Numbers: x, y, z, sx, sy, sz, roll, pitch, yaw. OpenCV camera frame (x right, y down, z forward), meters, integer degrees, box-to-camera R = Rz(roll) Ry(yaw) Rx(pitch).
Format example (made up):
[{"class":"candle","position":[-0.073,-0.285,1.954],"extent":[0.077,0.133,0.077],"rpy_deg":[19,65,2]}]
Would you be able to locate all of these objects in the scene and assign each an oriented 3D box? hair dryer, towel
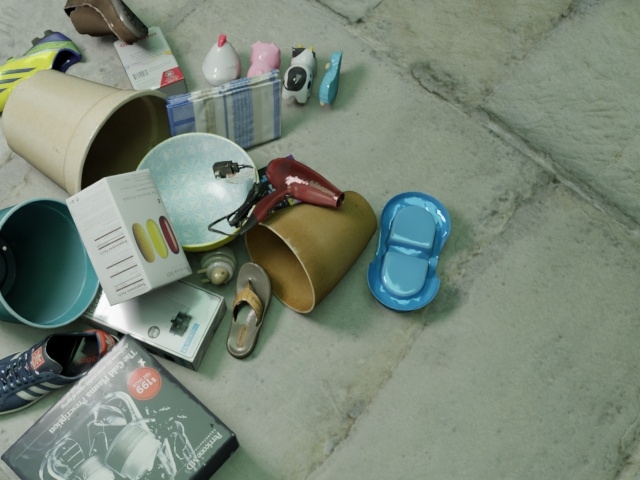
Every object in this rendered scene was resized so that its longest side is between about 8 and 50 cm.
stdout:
[{"class":"hair dryer","position":[-0.094,-0.088,1.714],"extent":[0.294,0.080,0.223],"rpy_deg":[-6,53,0]},{"class":"towel","position":[-0.223,-0.291,1.890],"extent":[0.285,0.209,0.034],"rpy_deg":[-19,52,-17]}]

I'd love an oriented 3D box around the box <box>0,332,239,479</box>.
[{"class":"box","position":[-0.395,0.429,1.623],"extent":[0.312,0.179,0.343],"rpy_deg":[40,73,12]}]

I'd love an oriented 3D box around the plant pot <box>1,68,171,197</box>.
[{"class":"plant pot","position":[-0.547,-0.243,1.836],"extent":[0.306,0.334,0.333],"rpy_deg":[27,70,20]}]

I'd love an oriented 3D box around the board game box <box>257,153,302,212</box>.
[{"class":"board game box","position":[-0.091,-0.105,1.916],"extent":[0.141,0.048,0.170],"rpy_deg":[-27,72,-11]}]

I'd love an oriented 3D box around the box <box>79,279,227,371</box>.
[{"class":"box","position":[-0.377,0.157,1.781],"extent":[0.290,0.087,0.169],"rpy_deg":[23,69,8]}]

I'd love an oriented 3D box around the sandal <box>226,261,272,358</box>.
[{"class":"sandal","position":[-0.169,0.155,1.779],"extent":[0.090,0.060,0.219],"rpy_deg":[14,83,16]}]

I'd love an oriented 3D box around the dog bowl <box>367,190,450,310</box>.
[{"class":"dog bowl","position":[0.204,0.032,1.856],"extent":[0.166,0.074,0.297],"rpy_deg":[13,69,4]}]

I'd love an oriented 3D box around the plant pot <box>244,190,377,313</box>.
[{"class":"plant pot","position":[0.000,0.000,1.800],"extent":[0.254,0.237,0.237],"rpy_deg":[-33,72,-27]}]

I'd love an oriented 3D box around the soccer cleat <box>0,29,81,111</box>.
[{"class":"soccer cleat","position":[-0.728,-0.410,1.997],"extent":[0.121,0.093,0.289],"rpy_deg":[40,73,6]}]

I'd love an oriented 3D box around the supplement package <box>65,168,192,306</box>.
[{"class":"supplement package","position":[-0.398,-0.007,1.663],"extent":[0.134,0.139,0.244],"rpy_deg":[-23,91,33]}]

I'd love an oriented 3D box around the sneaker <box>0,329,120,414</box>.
[{"class":"sneaker","position":[-0.605,0.268,1.696],"extent":[0.350,0.148,0.131],"rpy_deg":[-21,71,-8]}]

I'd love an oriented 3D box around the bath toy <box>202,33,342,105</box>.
[{"class":"bath toy","position":[-0.124,-0.444,2.009],"extent":[0.348,0.129,0.151],"rpy_deg":[9,34,1]}]

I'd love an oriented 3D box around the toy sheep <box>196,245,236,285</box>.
[{"class":"toy sheep","position":[-0.236,0.053,1.830],"extent":[0.091,0.091,0.132],"rpy_deg":[-4,44,-3]}]

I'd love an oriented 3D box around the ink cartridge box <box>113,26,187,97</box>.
[{"class":"ink cartridge box","position":[-0.432,-0.441,2.027],"extent":[0.127,0.072,0.175],"rpy_deg":[-23,71,-9]}]

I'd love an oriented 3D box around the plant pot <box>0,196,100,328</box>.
[{"class":"plant pot","position":[-0.660,0.052,1.706],"extent":[0.255,0.272,0.271],"rpy_deg":[-4,63,34]}]

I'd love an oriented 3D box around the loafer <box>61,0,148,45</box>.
[{"class":"loafer","position":[-0.547,-0.552,1.998],"extent":[0.130,0.134,0.366],"rpy_deg":[-46,40,-3]}]

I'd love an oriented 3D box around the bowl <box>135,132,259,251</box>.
[{"class":"bowl","position":[-0.283,-0.088,1.844],"extent":[0.290,0.156,0.289],"rpy_deg":[1,67,-2]}]
